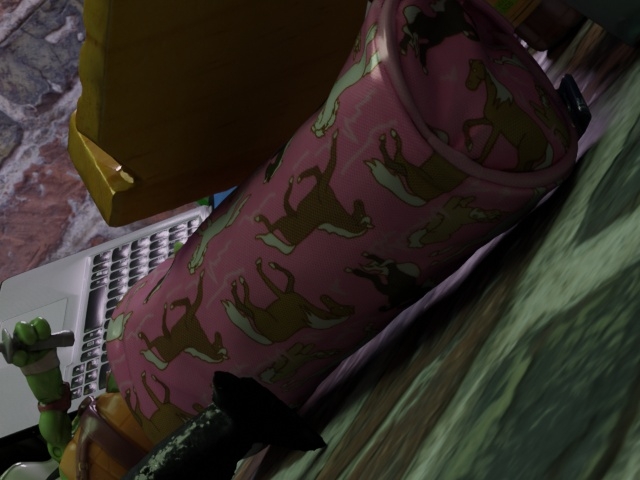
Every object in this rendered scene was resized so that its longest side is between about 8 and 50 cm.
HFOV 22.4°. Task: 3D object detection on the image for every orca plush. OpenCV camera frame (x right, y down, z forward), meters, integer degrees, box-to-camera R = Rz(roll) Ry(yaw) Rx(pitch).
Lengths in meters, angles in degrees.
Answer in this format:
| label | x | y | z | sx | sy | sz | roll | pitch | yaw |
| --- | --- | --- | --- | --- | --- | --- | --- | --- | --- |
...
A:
| label | x | y | z | sx | sy | sz | roll | pitch | yaw |
| --- | --- | --- | --- | --- | --- | --- | --- | --- | --- |
| orca plush | -0.104 | 0.221 | 1.009 | 0.287 | 0.102 | 0.151 | -40 | -37 | 5 |

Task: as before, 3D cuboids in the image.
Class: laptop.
| label | x | y | z | sx | sy | sz | roll | pitch | yaw |
| --- | --- | --- | --- | --- | --- | --- | --- | --- | --- |
| laptop | -0.193 | -0.034 | 1.602 | 0.407 | 0.236 | 0.382 | -20 | 23 | 4 |

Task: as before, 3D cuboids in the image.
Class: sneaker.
| label | x | y | z | sx | sy | sz | roll | pitch | yaw |
| --- | --- | --- | --- | --- | --- | --- | --- | --- | --- |
| sneaker | -0.253 | 0.229 | 1.583 | 0.122 | 0.146 | 0.330 | -53 | 5 | -4 |

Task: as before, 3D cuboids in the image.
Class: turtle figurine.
| label | x | y | z | sx | sy | sz | roll | pitch | yaw |
| --- | --- | --- | --- | --- | --- | --- | --- | --- | --- |
| turtle figurine | -0.163 | 0.129 | 1.313 | 0.266 | 0.275 | 0.198 | -48 | 40 | -9 |

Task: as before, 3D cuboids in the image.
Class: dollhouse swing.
| label | x | y | z | sx | sy | sz | roll | pitch | yaw |
| --- | --- | --- | --- | --- | --- | --- | --- | --- | --- |
| dollhouse swing | -0.120 | -0.259 | 1.144 | 0.315 | 0.305 | 0.347 | -22 | -46 | -41 |

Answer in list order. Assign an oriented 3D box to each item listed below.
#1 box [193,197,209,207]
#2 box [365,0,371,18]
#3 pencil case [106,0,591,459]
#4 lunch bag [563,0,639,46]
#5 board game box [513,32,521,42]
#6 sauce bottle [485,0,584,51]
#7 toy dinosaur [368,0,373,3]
| label | x | y | z | sx | sy | sz | roll | pitch | yaw |
| --- | --- | --- | --- | --- | --- | --- | --- | --- | --- |
| box | -0.067 | -0.130 | 2.362 | 0.231 | 0.126 | 0.262 | -49 | 6 | 8 |
| box | 0.025 | -0.185 | 1.791 | 0.119 | 0.182 | 0.181 | -51 | 7 | -8 |
| pencil case | 0.000 | 0.000 | 1.056 | 0.167 | 0.160 | 0.386 | -10 | -26 | -43 |
| lunch bag | 0.192 | -0.295 | 1.055 | 0.262 | 0.223 | 0.160 | -56 | -2 | -31 |
| board game box | 0.162 | -0.252 | 1.453 | 0.103 | 0.026 | 0.154 | 109 | 158 | -49 |
| sauce bottle | 0.080 | -0.294 | 1.299 | 0.111 | 0.344 | 0.111 | -52 | 3 | 4 |
| toy dinosaur | 0.045 | -0.270 | 2.097 | 0.164 | 0.218 | 0.322 | -13 | 43 | 3 |
